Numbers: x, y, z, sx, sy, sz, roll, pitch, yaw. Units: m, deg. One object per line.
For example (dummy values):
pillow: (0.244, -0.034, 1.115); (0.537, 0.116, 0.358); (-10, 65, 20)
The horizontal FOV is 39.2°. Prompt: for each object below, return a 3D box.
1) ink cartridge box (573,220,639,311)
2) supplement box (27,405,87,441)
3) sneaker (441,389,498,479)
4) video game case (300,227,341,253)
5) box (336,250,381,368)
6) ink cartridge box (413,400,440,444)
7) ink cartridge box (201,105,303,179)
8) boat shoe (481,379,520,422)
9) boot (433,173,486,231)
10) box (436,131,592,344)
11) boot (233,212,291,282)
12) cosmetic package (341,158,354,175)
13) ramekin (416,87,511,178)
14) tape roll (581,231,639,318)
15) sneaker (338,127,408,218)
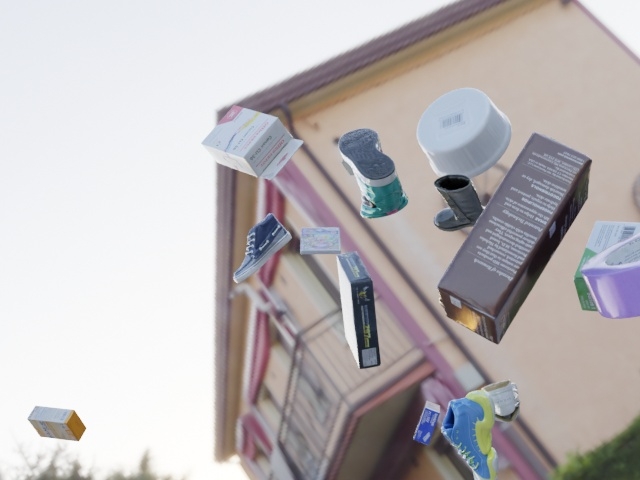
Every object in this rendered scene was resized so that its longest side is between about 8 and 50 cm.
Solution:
ink cartridge box: (0.749, 0.066, 2.053); (0.201, 0.278, 0.117); (-57, -44, -36)
supplement box: (-0.524, 0.364, 1.784); (0.036, 0.098, 0.062); (-66, -33, -43)
sneaker: (0.335, 0.465, 2.061); (0.126, 0.240, 0.091); (-4, 2, -13)
video game case: (0.000, 0.000, 1.970); (0.087, 0.122, 0.011); (-1, -66, 0)
box: (0.091, 0.166, 2.174); (0.059, 0.183, 0.233); (-9, -69, -7)
ink cartridge box: (0.305, 0.518, 2.563); (0.207, 0.046, 0.097); (31, -101, -81)
ink cartridge box: (-0.140, -0.202, 1.844); (0.115, 0.198, 0.067); (-52, -48, -15)
boat shoe: (0.452, 0.410, 2.244); (0.098, 0.096, 0.277); (-21, -16, 11)
boot: (0.351, -0.099, 2.392); (0.189, 0.076, 0.208); (-10, -25, 31)
box: (0.390, -0.003, 1.794); (0.381, 0.143, 0.191); (-55, -23, -10)
boot: (-0.167, 0.019, 2.280); (0.190, 0.086, 0.069); (-44, 14, -20)
cosmetic package: (0.105, -0.243, 2.510); (0.060, 0.041, 0.115); (54, -133, -38)
ramekin: (0.429, -0.332, 2.740); (0.277, 0.277, 0.135); (-40, -48, 6)
tape roll: (0.621, 0.043, 1.633); (0.274, 0.090, 0.275); (-24, 3, 1)
sneaker: (0.133, -0.148, 2.197); (0.123, 0.296, 0.179); (-17, -58, -2)
